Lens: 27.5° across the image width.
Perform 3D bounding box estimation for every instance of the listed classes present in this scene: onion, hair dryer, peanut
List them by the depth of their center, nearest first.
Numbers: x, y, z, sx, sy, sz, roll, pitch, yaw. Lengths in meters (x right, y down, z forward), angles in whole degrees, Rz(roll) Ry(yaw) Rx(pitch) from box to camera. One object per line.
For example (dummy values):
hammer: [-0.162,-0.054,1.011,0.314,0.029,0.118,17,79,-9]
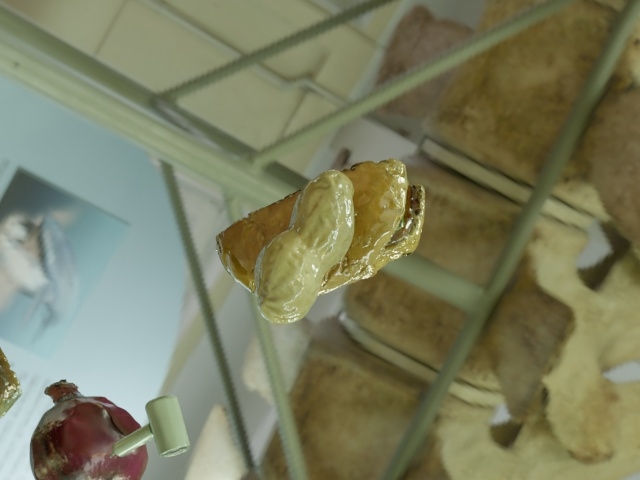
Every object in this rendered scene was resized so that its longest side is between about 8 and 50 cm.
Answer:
hair dryer: [-0.199,0.224,1.468,0.124,0.038,0.063,-33,-114,34]
peanut: [-0.015,0.006,1.468,0.187,0.082,0.082,-57,-159,-11]
onion: [-0.309,0.257,1.751,0.135,0.173,0.198,-31,-119,20]

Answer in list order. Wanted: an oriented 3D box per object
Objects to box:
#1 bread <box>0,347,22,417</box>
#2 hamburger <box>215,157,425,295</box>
bread: [-0.491,0.154,1.598,0.210,0.192,0.109,52,-46,26]
hamburger: [0.000,0.000,1.604,0.262,0.124,0.130,-22,-121,17]
